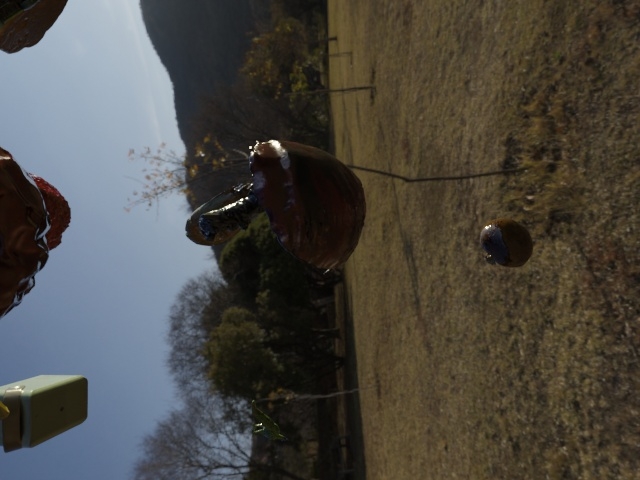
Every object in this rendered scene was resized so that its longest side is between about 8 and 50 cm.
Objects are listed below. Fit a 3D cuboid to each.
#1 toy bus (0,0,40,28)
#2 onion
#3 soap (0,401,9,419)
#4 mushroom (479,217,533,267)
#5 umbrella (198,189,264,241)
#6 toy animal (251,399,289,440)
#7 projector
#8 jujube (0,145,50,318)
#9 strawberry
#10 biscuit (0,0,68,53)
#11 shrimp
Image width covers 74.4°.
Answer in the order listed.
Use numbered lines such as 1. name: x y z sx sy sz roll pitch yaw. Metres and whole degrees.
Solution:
1. toy bus: -0.646 -0.487 0.842 0.101 0.175 0.088 20 153 41
2. onion: -0.010 -0.095 0.877 0.280 0.146 0.314 7 -116 -60
3. soap: -0.737 0.339 0.869 0.037 0.092 0.252 45 144 23
4. mushroom: 0.440 0.003 0.999 0.087 0.127 0.127 109 156 -67
5. umbrella: -0.163 -0.069 0.949 0.071 0.224 0.080 55 153 3
6. toy animal: -0.163 0.502 1.152 0.041 0.075 0.217 -87 -26 -52
7. projector: -0.823 0.484 1.207 0.242 0.177 0.163 11 -105 -78
8. jujube: -0.417 -0.014 0.407 0.216 0.342 0.216 -9 -79 -53
9. strawberry: -0.806 -0.073 1.137 0.288 0.238 0.250 -32 45 39
10. biscuit: -0.817 -0.667 1.193 0.312 0.057 0.351 -41 28 25
11. shrimp: -0.274 -0.077 1.224 0.145 0.267 0.061 39 -168 -35
